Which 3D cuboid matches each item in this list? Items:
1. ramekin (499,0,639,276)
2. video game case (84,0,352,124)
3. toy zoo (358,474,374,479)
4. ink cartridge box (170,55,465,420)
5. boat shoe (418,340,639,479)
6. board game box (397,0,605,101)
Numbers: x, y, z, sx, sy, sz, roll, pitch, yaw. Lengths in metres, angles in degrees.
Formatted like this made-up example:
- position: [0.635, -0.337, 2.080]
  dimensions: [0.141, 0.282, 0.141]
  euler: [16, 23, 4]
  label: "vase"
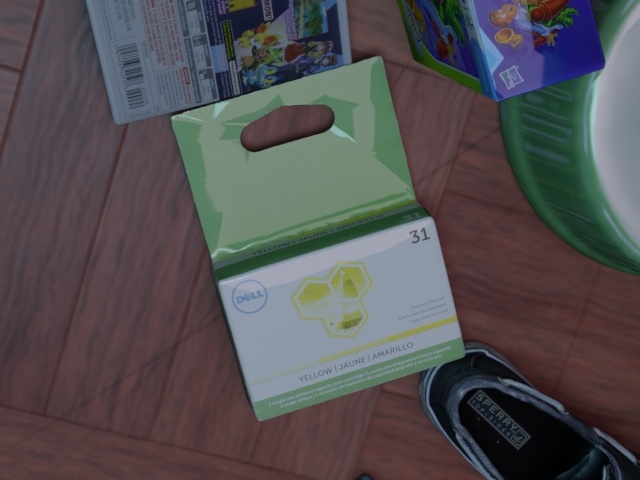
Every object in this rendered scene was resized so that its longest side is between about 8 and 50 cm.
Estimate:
- position: [0.297, -0.102, 1.255]
  dimensions: [0.303, 0.148, 0.303]
  euler: [-2, 103, -10]
  label: "ramekin"
- position: [-0.074, -0.180, 1.186]
  dimensions: [0.183, 0.023, 0.201]
  euler: [-14, 137, -7]
  label: "video game case"
- position: [0.004, 0.327, 1.359]
  dimensions: [0.192, 0.030, 0.293]
  euler: [11, 100, -12]
  label: "toy zoo"
- position: [0.000, 0.000, 1.266]
  dimensions: [0.171, 0.056, 0.235]
  euler: [-17, 112, -5]
  label: "ink cartridge box"
- position: [0.205, 0.195, 1.328]
  dimensions: [0.301, 0.102, 0.108]
  euler: [44, 92, -15]
  label: "boat shoe"
- position: [0.078, -0.282, 1.133]
  dimensions: [0.078, 0.233, 0.347]
  euler: [-18, 104, -6]
  label: "board game box"
